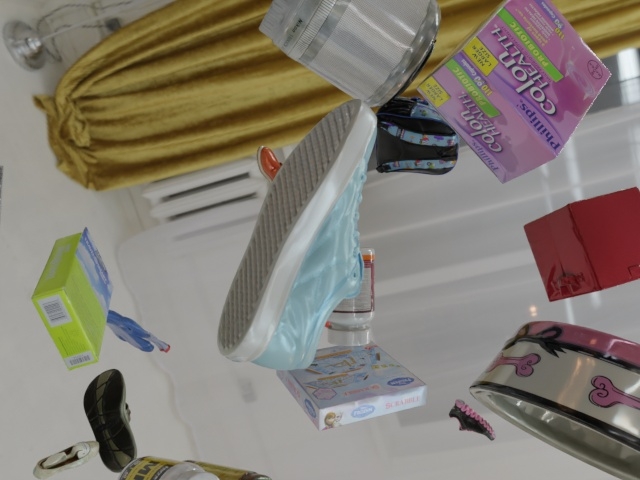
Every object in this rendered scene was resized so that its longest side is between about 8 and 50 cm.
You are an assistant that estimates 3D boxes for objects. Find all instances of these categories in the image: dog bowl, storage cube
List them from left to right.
[{"bbox_3d":[0.605,0.013,1.228,0.183,0.215,0.193,128,-51,-72],"label":"storage cube"},{"bbox_3d":[0.465,0.274,0.902,0.150,0.408,0.408,-61,152,-14],"label":"dog bowl"}]

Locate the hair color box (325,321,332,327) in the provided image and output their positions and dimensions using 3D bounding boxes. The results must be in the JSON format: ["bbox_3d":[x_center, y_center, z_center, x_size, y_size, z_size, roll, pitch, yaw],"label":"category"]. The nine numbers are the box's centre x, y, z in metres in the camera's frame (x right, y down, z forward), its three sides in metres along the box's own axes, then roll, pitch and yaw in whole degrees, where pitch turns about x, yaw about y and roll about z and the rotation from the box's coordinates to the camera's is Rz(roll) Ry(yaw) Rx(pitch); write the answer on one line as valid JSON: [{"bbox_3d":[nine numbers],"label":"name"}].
[{"bbox_3d":[-0.003,0.181,1.398,0.141,0.043,0.072,29,7,-18],"label":"hair color box"}]

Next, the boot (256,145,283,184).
[{"bbox_3d":[-0.095,-0.169,1.358,0.158,0.085,0.059,61,41,-29],"label":"boot"}]

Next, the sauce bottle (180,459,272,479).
[{"bbox_3d":[-0.253,0.529,1.167,0.111,0.344,0.111,16,70,-52],"label":"sauce bottle"}]

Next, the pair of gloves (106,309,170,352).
[{"bbox_3d":[-0.398,0.188,1.130,0.159,0.198,0.023,39,61,-21],"label":"pair of gloves"}]

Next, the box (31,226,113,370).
[{"bbox_3d":[-0.307,0.066,0.698,0.178,0.042,0.109,-121,-164,-62],"label":"box"}]

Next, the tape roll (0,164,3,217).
[{"bbox_3d":[-0.592,-0.024,0.947,0.072,0.219,0.219,5,64,-29],"label":"tape roll"}]

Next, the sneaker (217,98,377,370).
[{"bbox_3d":[0.000,0.000,0.730,0.150,0.366,0.135,27,0,-32],"label":"sneaker"}]

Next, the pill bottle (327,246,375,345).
[{"bbox_3d":[0.067,0.126,1.284,0.121,0.121,0.221,-3,93,-76],"label":"pill bottle"}]

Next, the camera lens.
[{"bbox_3d":[0.057,-0.388,0.980,0.274,0.219,0.219,29,32,-15],"label":"camera lens"}]

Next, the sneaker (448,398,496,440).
[{"bbox_3d":[0.351,0.428,1.283,0.119,0.057,0.047,40,4,19],"label":"sneaker"}]

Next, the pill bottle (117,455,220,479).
[{"bbox_3d":[-0.269,0.454,0.980,0.119,0.208,0.119,15,69,-43],"label":"pill bottle"}]

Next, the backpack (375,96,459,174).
[{"bbox_3d":[0.206,-0.216,1.143,0.158,0.173,0.117,79,28,-43],"label":"backpack"}]

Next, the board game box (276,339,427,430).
[{"bbox_3d":[0.076,0.391,1.543,0.318,0.319,0.065,-150,-122,-63],"label":"board game box"}]

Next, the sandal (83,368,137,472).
[{"bbox_3d":[-0.590,0.511,1.560,0.086,0.120,0.302,85,-16,-59],"label":"sandal"}]

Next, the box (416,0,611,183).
[{"bbox_3d":[0.317,-0.258,0.889,0.213,0.117,0.243,46,62,-7],"label":"box"}]

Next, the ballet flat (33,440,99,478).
[{"bbox_3d":[-0.631,0.545,1.384,0.057,0.052,0.168,42,36,24],"label":"ballet flat"}]
